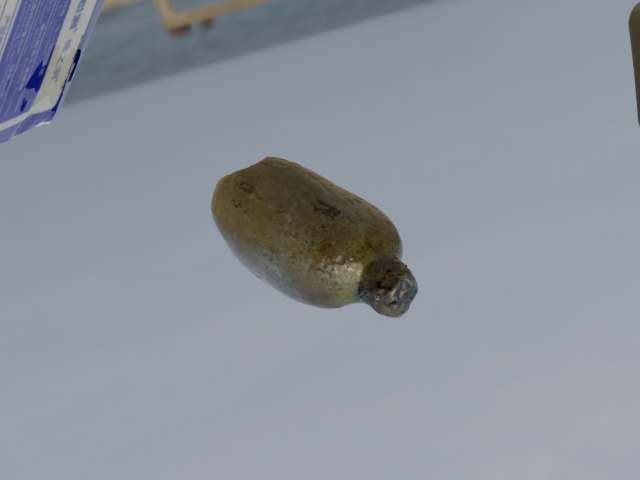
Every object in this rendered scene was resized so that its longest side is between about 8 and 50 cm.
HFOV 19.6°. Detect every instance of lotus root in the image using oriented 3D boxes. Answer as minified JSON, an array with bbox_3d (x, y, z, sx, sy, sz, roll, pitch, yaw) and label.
[{"bbox_3d":[0.000,0.000,1.404,0.113,0.088,0.192,-10,-148,-43],"label":"lotus root"}]

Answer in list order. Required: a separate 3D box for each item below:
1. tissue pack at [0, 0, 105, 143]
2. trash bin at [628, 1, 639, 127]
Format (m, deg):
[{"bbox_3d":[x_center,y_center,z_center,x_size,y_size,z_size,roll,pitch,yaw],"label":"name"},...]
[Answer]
[{"bbox_3d":[-0.186,-0.181,0.951,0.137,0.270,0.209,29,-153,11],"label":"tissue pack"},{"bbox_3d":[0.327,-0.124,1.217,0.164,0.122,0.240,-9,-175,-22],"label":"trash bin"}]
